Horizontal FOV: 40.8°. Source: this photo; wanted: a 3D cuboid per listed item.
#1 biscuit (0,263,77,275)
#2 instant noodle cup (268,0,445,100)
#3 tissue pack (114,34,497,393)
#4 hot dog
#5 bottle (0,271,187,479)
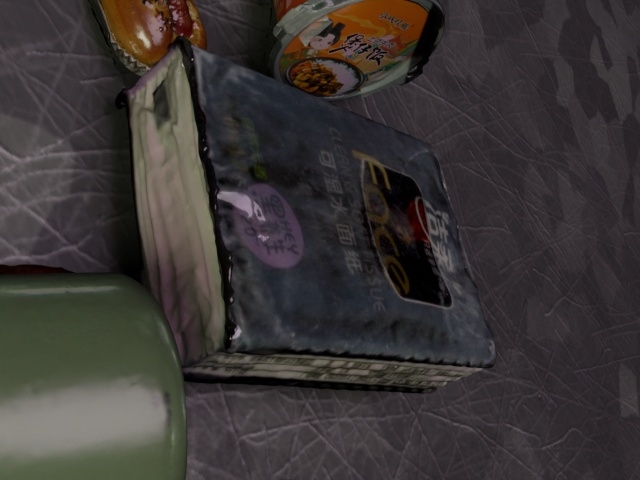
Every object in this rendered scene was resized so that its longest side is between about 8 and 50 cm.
[{"bbox_3d":[-0.196,0.108,0.597,0.192,0.049,0.192,26,55,-44],"label":"biscuit"},{"bbox_3d":[0.023,-0.239,0.857,0.208,0.177,0.125,29,42,-64],"label":"instant noodle cup"},{"bbox_3d":[0.000,0.000,0.766,0.361,0.122,0.259,14,58,-46],"label":"tissue pack"},{"bbox_3d":[-0.149,-0.229,0.735,0.108,0.059,0.191,-11,86,-53],"label":"hot dog"},{"bbox_3d":[-0.247,0.101,0.414,0.347,0.168,0.168,-1,80,-32],"label":"bottle"}]
